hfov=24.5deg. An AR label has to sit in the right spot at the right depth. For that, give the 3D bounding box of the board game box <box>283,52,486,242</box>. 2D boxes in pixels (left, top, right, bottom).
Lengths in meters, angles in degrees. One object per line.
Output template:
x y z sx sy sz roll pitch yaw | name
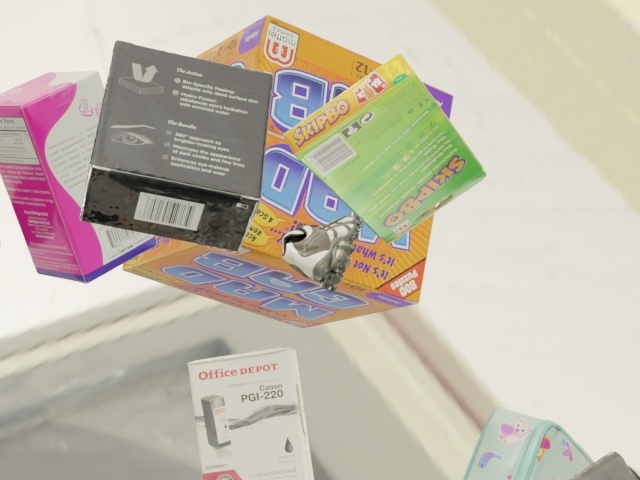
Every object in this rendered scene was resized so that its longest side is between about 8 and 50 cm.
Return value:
0.068 -0.076 1.358 0.039 0.124 0.259 59 8 28 | board game box

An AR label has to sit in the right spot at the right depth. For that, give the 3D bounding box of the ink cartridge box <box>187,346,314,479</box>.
-0.103 0.277 2.212 0.092 0.158 0.218 46 35 -79 | ink cartridge box

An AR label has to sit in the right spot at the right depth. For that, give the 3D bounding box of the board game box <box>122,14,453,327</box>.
-0.054 -0.092 2.365 0.356 0.356 0.356 -17 -122 57 | board game box

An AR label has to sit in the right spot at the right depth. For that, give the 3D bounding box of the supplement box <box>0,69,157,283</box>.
-0.293 -0.076 1.704 0.114 0.111 0.220 8 -60 47 | supplement box

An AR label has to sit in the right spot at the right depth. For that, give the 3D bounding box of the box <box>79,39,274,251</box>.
-0.134 -0.089 1.386 0.093 0.156 0.158 115 -16 -53 | box

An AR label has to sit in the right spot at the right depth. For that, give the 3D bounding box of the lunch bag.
0.289 0.376 2.030 0.108 0.224 0.279 9 -24 35 | lunch bag

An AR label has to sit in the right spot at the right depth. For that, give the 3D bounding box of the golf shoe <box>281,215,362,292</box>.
0.000 0.000 1.945 0.094 0.198 0.077 21 -76 1 | golf shoe

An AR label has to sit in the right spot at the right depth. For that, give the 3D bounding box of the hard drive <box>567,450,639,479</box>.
0.206 0.275 0.947 0.237 0.064 0.339 54 -12 16 | hard drive
